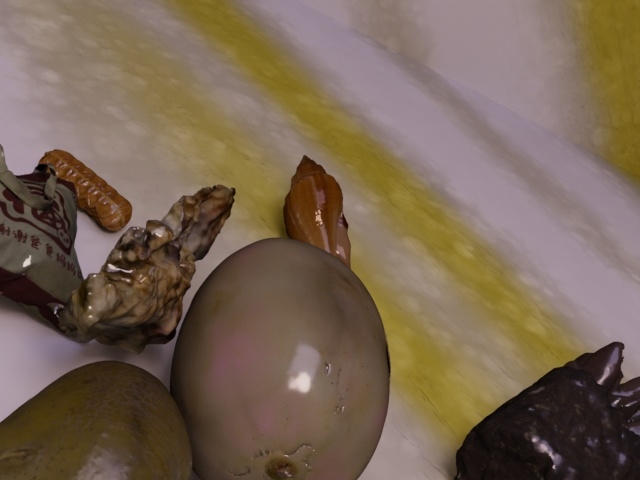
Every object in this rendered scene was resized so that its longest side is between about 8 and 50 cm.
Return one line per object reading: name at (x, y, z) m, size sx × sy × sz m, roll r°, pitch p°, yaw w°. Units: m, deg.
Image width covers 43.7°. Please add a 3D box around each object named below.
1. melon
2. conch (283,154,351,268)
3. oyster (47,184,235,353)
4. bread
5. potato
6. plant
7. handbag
melon at (-0.040, 0.131, 0.819) m, size 0.222 × 0.223 × 0.317 m, roll 20°, pitch 29°, yaw -15°
conch at (-0.005, 0.001, 1.184) m, size 0.093 × 0.109 × 0.331 m, roll -10°, pitch 57°, yaw 8°
oyster at (-0.172, 0.045, 0.846) m, size 0.107 × 0.201 × 0.354 m, roll 46°, pitch 16°, yaw 1°
bread at (-0.314, -0.069, 1.065) m, size 0.157 × 0.044 × 0.052 m, roll 38°, pitch 37°, yaw 16°
potato at (-0.197, 0.192, 0.657) m, size 0.174 × 0.159 × 0.251 m, roll 19°, pitch 26°, yaw 2°
plant at (0.309, 0.253, 0.988) m, size 0.320 × 0.194 × 0.182 m, roll -11°, pitch 61°, yaw -42°
handbag at (-0.344, -0.019, 0.877) m, size 0.213 × 0.127 × 0.235 m, roll 34°, pitch 25°, yaw -44°
